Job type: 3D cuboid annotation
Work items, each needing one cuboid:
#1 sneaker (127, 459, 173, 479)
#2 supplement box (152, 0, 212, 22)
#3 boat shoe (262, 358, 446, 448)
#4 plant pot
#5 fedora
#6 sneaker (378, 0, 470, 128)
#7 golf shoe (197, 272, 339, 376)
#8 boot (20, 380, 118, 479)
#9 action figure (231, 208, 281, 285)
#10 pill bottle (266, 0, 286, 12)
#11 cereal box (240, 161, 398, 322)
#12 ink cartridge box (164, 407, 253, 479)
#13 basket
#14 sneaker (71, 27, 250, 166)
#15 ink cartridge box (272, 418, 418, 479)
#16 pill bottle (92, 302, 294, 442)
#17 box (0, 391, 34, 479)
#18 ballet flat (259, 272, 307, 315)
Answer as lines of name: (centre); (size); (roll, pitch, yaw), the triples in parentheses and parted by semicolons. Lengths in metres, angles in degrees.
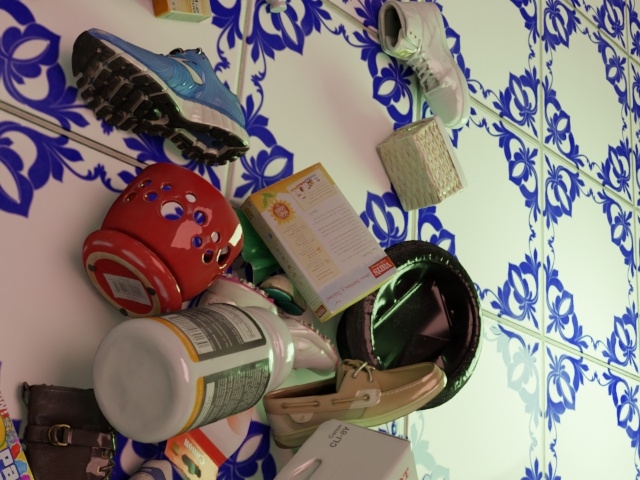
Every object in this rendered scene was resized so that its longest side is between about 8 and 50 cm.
sneaker: (-0.176, 0.440, 1.441); (0.296, 0.112, 0.131); (55, 45, -23)
supplement box: (-0.233, -0.403, 1.673); (0.098, 0.036, 0.062); (-8, 86, -49)
boat shoe: (0.056, 0.248, 1.639); (0.109, 0.302, 0.098); (-99, 171, -79)
plant pot: (-0.234, 0.009, 1.443); (0.191, 0.191, 0.174); (56, 49, -20)
fedora: (0.143, 0.158, 1.836); (0.334, 0.152, 0.334); (9, 75, -38)
sneaker: (0.206, -0.370, 2.106); (0.169, 0.108, 0.292); (-7, 74, -47)
golf shoe: (-0.095, 0.168, 1.630); (0.306, 0.115, 0.140); (37, 74, -36)
boot: (-0.287, 0.304, 1.313); (0.263, 0.091, 0.229); (15, 66, -10)
action figure: (-0.063, -0.005, 1.728); (0.232, 0.063, 0.137); (-15, 88, -45)
pill bottle: (-0.084, -0.467, 1.850); (0.043, 0.043, 0.083); (-4, 82, -48)
cereal box: (0.000, 0.000, 1.675); (0.173, 0.047, 0.240); (-28, 79, -38)
ink cartridge box: (-0.163, 0.276, 1.506); (0.179, 0.045, 0.145); (-81, 149, -43)
basket: (0.206, -0.151, 2.029); (0.103, 0.113, 0.167); (-37, 106, -44)
sneaker: (-0.249, -0.241, 1.568); (0.330, 0.130, 0.147); (30, 44, -43)
ink cartridge box: (0.041, 0.516, 1.536); (0.279, 0.160, 0.384); (-44, 131, -43)
pill bottle: (-0.163, 0.170, 1.366); (0.278, 0.162, 0.162); (-6, 83, -60)
box: (-0.467, 0.342, 1.100); (0.279, 0.177, 0.290); (-26, 99, -49)
ballet flat: (-0.062, 0.081, 1.679); (0.168, 0.057, 0.052); (56, 42, -67)
